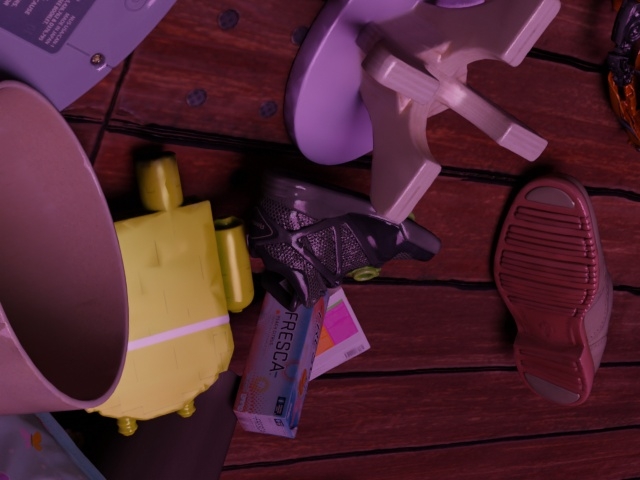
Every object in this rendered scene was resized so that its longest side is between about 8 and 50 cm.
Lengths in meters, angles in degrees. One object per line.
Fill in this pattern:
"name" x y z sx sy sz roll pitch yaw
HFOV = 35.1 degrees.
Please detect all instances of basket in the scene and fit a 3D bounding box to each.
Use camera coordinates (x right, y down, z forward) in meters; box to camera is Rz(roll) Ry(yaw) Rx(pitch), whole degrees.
"basket" -0.177 0.240 1.090 0.204 0.154 0.227 77 31 -63

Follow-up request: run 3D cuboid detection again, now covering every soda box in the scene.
"soda box" -0.041 0.122 1.126 0.063 0.183 0.058 6 150 15

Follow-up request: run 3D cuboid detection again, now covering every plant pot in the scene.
"plant pot" -0.329 0.033 0.797 0.274 0.256 0.256 -14 140 9

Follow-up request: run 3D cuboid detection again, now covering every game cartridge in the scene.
"game cartridge" -0.184 -0.246 0.777 0.297 0.062 0.198 -50 143 13

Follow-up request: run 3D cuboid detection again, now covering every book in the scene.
"book" 0.001 0.113 1.251 0.096 0.035 0.144 -27 141 -2

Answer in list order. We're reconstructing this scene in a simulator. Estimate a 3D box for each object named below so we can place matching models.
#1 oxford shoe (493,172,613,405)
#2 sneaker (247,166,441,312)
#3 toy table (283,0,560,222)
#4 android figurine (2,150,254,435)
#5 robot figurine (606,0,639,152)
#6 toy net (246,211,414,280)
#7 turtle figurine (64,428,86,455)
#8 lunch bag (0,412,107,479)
"oxford shoe" 0.332 0.049 1.400 0.146 0.140 0.397 -50 145 -36
"sneaker" 0.019 0.011 1.047 0.227 0.087 0.130 13 103 -38
"toy table" 0.099 -0.157 0.984 0.252 0.161 0.274 5 123 -39
"android figurine" -0.178 0.057 0.980 0.248 0.056 0.272 -17 108 -24
"robot figurine" 0.420 -0.232 1.205 0.211 0.085 0.291 -34 140 -5
"toy net" 0.000 0.000 1.152 0.232 0.045 0.122 7 152 -37
"turtle figurine" -0.307 0.307 1.173 0.217 0.087 0.269 3 117 -47
"lunch bag" -0.358 0.224 0.944 0.223 0.262 0.160 -52 161 20
